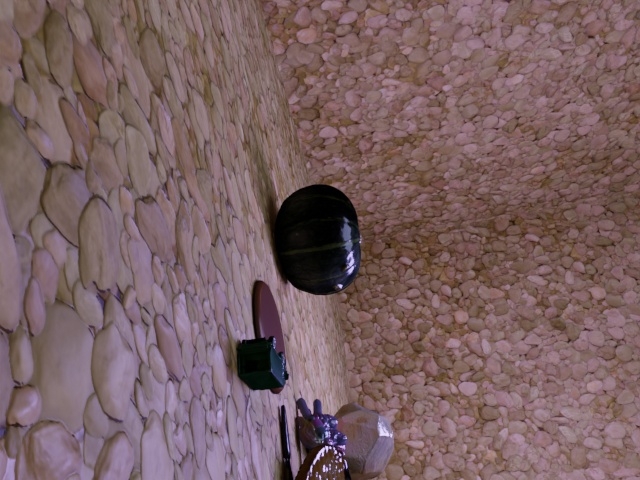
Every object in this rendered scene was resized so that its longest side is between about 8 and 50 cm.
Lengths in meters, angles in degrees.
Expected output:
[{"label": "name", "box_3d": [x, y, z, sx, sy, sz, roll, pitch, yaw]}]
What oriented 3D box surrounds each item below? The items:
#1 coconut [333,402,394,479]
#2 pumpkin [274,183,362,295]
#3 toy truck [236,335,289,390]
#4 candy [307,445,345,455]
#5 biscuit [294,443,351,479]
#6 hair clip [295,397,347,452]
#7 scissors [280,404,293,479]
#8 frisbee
[{"label": "coconut", "box_3d": [0.114, 0.625, 1.981, 0.197, 0.237, 0.237, 82, 0, -58]}, {"label": "pumpkin", "box_3d": [0.000, 0.000, 1.844, 0.323, 0.241, 0.323, -11, 90, -83]}, {"label": "toy truck", "box_3d": [-0.101, 0.225, 1.151, 0.147, 0.065, 0.079, 71, 12, -62]}, {"label": "candy", "box_3d": [0.015, 0.537, 1.650, 0.103, 0.103, 0.043, 75, 18, -46]}, {"label": "biscuit", "box_3d": [0.008, 0.590, 1.325, 0.318, 0.040, 0.318, -9, 90, -69]}, {"label": "hair clip", "box_3d": [0.005, 0.513, 1.554, 0.090, 0.137, 0.278, -49, -141, 48]}, {"label": "scissors", "box_3d": [-0.070, 0.451, 1.330, 0.088, 0.017, 0.220, 67, 13, -56]}, {"label": "frisbee", "box_3d": [-0.109, 0.209, 1.393, 0.251, 0.021, 0.251, -11, 90, -84]}]
